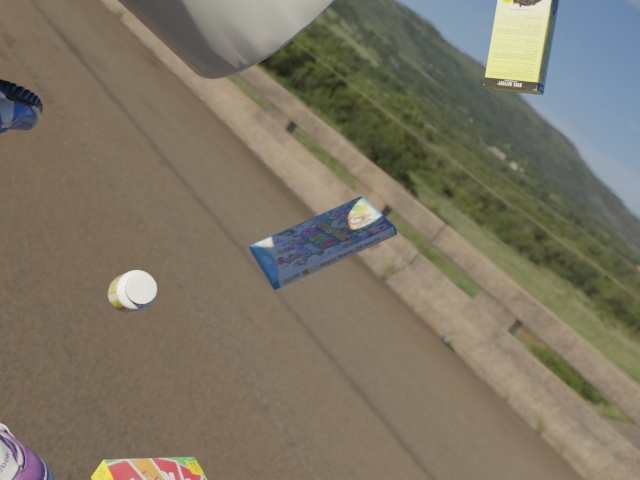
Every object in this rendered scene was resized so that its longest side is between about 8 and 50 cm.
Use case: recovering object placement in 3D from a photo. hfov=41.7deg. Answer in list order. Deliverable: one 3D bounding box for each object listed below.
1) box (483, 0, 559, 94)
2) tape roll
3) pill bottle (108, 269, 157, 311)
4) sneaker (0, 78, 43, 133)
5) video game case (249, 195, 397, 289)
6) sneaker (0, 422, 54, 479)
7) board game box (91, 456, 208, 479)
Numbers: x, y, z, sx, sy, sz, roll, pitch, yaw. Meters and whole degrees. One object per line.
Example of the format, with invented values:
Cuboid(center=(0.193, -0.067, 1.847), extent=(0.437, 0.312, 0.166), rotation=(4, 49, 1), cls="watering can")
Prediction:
Cuboid(center=(0.314, -0.344, 1.283), extent=(0.087, 0.232, 0.058), rotation=(10, 7, 26), cls="box")
Cuboid(center=(-0.084, -0.288, 0.738), extent=(0.169, 0.246, 0.246), rotation=(42, 7, -33), cls="tape roll")
Cuboid(center=(-0.297, 0.081, 1.341), extent=(0.065, 0.065, 0.116), rotation=(35, -19, -17), cls="pill bottle")
Cuboid(center=(-0.332, -0.112, 0.753), extent=(0.080, 0.081, 0.211), rotation=(8, 6, 21), cls="sneaker")
Cuboid(center=(0.000, 0.000, 1.063), extent=(0.119, 0.166, 0.015), rotation=(-130, -162, -61), cls="video game case")
Cuboid(center=(-0.519, 0.289, 1.221), extent=(0.282, 0.102, 0.161), rotation=(7, -32, 37), cls="sneaker")
Cuboid(center=(-0.122, 0.321, 0.827), extent=(0.124, 0.039, 0.259), rotation=(14, 30, -48), cls="board game box")
